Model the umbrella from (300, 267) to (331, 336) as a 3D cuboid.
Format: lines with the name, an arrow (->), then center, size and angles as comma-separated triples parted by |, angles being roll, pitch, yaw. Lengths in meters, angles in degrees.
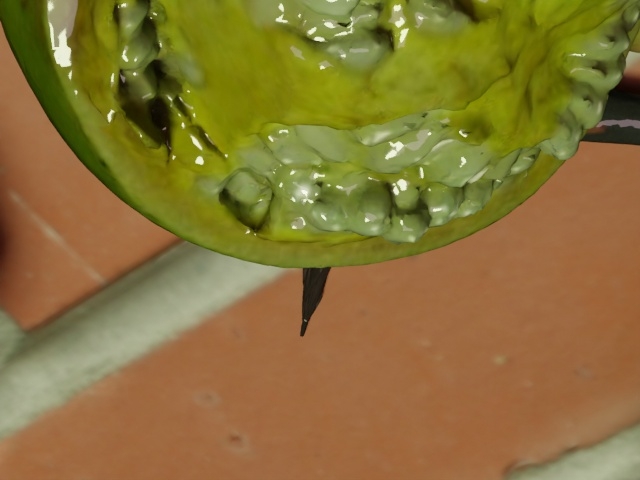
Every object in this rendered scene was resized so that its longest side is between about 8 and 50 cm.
umbrella -> 0.003, 0.001, 0.902 | 0.022, 0.013, 0.122 | 16, 127, 12

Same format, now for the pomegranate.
pomegranate -> 0.033, -0.120, 0.696 | 0.341, 0.260, 0.260 | 4, 130, -30

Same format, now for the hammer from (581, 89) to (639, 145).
hammer -> 0.147, -0.054, 0.833 | 0.288, 0.033, 0.111 | 8, 124, 3
